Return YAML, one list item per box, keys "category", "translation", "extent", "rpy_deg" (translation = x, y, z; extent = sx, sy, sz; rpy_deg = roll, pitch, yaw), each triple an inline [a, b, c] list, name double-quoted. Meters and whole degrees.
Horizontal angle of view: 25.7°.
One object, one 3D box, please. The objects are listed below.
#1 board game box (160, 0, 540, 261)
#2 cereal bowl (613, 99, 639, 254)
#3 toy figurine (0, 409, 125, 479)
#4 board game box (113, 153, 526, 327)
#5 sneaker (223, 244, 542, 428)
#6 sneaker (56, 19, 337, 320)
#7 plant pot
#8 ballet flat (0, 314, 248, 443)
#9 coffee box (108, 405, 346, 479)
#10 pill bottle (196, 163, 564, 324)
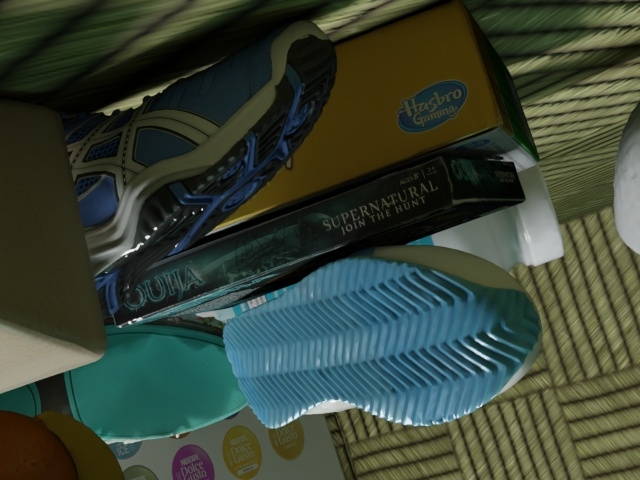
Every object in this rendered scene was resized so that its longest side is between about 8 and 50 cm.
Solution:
- category: "board game box"
  translation: [-0.046, -0.027, 0.777]
  extent: [0.316, 0.064, 0.242]
  rpy_deg: [-19, 175, 11]
- category: "cereal bowl"
  translation: [0.366, -0.079, 0.944]
  extent: [0.339, 0.141, 0.339]
  rpy_deg: [-5, -162, 2]
- category: "toy figurine"
  translation: [-0.176, 0.045, 0.325]
  extent: [0.148, 0.213, 0.209]
  rpy_deg: [-42, 165, 35]
- category: "board game box"
  translation: [0.000, 0.000, 0.709]
  extent: [0.186, 0.026, 0.126]
  rpy_deg: [-20, 174, 21]
- category: "sneaker"
  translation: [0.038, 0.039, 0.698]
  extent: [0.092, 0.087, 0.229]
  rpy_deg: [-23, -175, -30]
- category: "sneaker"
  translation: [-0.086, -0.029, 0.595]
  extent: [0.211, 0.081, 0.080]
  rpy_deg: [-37, 170, 10]
- category: "plant pot"
  translation: [-0.161, 0.003, 0.531]
  extent: [0.109, 0.109, 0.096]
  rpy_deg: [-20, 162, 18]
- category: "ballet flat"
  translation: [-0.155, 0.077, 0.790]
  extent: [0.241, 0.091, 0.077]
  rpy_deg: [-9, -156, -19]
- category: "coffee box"
  translation: [-0.221, 0.229, 1.367]
  extent: [0.338, 0.334, 0.337]
  rpy_deg: [-20, 176, 39]
- category: "pill bottle"
  translation: [0.029, 0.010, 0.976]
  extent: [0.264, 0.146, 0.146]
  rpy_deg: [-18, 175, 5]
